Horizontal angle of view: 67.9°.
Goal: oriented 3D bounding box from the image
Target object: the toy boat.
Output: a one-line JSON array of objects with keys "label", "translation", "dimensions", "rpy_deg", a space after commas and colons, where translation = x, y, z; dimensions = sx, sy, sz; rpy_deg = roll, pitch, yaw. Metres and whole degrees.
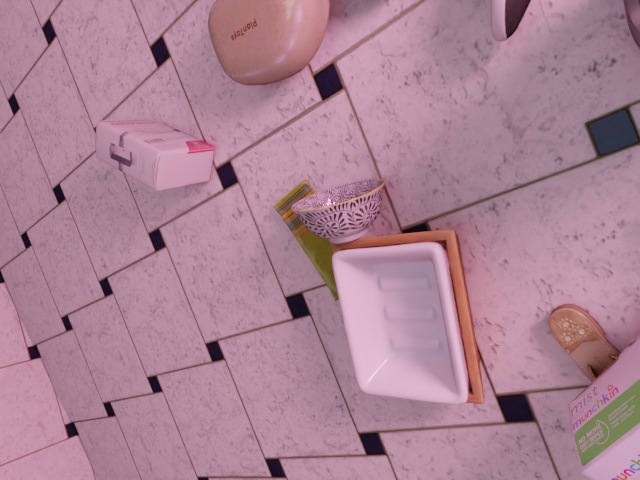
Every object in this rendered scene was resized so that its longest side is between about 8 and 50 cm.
[{"label": "toy boat", "translation": [-0.096, -0.449, 0.837], "dimensions": [0.267, 0.148, 0.319], "rpy_deg": [-3, 109, 40]}]

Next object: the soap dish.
[{"label": "soap dish", "translation": [0.154, 0.127, 0.825], "dimensions": [0.228, 0.118, 0.291], "rpy_deg": [-6, 99, 35]}]

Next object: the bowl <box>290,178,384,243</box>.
[{"label": "bowl", "translation": [0.039, -0.045, 0.832], "dimensions": [0.170, 0.170, 0.080], "rpy_deg": [-5, 109, 35]}]

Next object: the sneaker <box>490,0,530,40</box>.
[{"label": "sneaker", "translation": [0.312, -0.391, 0.580], "dimensions": [0.146, 0.104, 0.296], "rpy_deg": [21, 120, 20]}]

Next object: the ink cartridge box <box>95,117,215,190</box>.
[{"label": "ink cartridge box", "translation": [-0.374, -0.200, 1.071], "dimensions": [0.217, 0.158, 0.092], "rpy_deg": [29, 118, 26]}]

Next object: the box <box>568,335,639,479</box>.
[{"label": "box", "translation": [0.476, 0.208, 0.548], "dimensions": [0.231, 0.127, 0.262], "rpy_deg": [28, 123, 3]}]

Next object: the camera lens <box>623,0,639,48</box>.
[{"label": "camera lens", "translation": [0.410, -0.261, 0.441], "dimensions": [0.219, 0.274, 0.220], "rpy_deg": [10, 108, 32]}]

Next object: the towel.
[{"label": "towel", "translation": [0.000, 0.000, 0.956], "dimensions": [0.102, 0.021, 0.237], "rpy_deg": [-39, 80, 36]}]

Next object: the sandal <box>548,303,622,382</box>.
[{"label": "sandal", "translation": [0.424, 0.201, 0.684], "dimensions": [0.240, 0.079, 0.088], "rpy_deg": [48, 124, 14]}]
